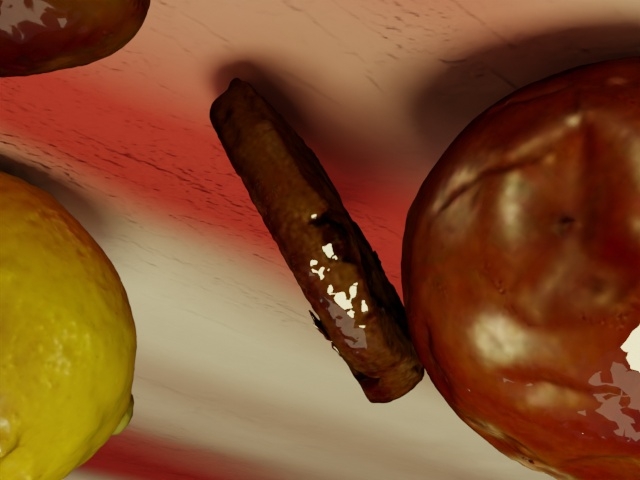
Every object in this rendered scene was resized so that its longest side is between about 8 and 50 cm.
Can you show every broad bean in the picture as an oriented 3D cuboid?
[{"bbox_3d":[-0.156,-0.110,0.574,0.165,0.084,0.114,7,178,-21],"label":"broad bean"}]

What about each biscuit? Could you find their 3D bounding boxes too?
[{"bbox_3d":[0.000,0.000,0.715,0.049,0.192,0.192,-29,158,-3],"label":"biscuit"}]

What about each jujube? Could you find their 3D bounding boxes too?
[{"bbox_3d":[0.178,0.031,0.685,0.223,0.223,0.318,-6,161,31],"label":"jujube"}]

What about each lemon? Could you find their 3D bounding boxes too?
[{"bbox_3d":[-0.250,0.058,0.858,0.288,0.233,0.233,22,156,-22],"label":"lemon"}]
